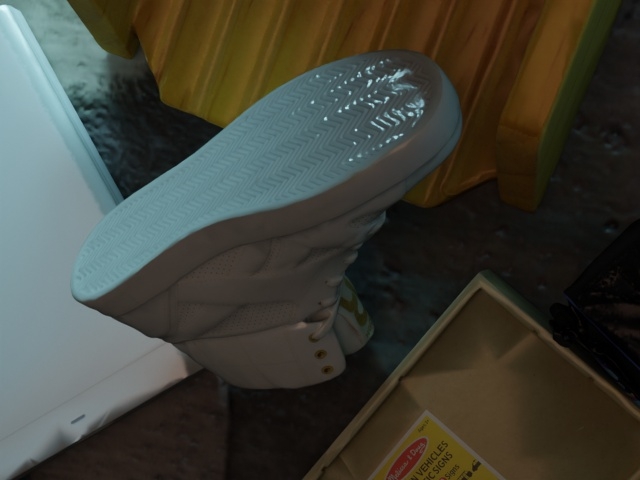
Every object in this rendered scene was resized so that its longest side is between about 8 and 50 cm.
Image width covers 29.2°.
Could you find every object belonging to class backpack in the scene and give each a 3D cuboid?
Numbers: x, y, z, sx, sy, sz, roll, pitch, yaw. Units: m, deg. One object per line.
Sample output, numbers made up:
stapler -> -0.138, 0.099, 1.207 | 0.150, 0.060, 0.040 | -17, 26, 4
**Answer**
backpack -> 0.234, 0.066, 0.709 | 0.117, 0.158, 0.173 | -47, 73, 9

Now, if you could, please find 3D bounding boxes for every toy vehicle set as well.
toy vehicle set -> 0.089, 0.172, 0.829 | 0.166, 0.035, 0.267 | 42, 104, 12

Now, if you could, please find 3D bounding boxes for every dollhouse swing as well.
dollhouse swing -> -0.008, -0.199, 0.703 | 0.347, 0.305, 0.315 | 23, 100, 15

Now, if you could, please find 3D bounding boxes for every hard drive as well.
hard drive -> -0.240, 0.008, 0.914 | 0.203, 0.040, 0.307 | -31, 84, 7

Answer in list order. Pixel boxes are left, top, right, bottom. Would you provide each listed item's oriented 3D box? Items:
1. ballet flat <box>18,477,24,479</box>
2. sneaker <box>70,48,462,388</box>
ballet flat -> -0.277, 0.209, 0.951 | 0.114, 0.041, 0.041 | -21, 86, 18
sneaker -> 0.000, 0.000, 0.783 | 0.293, 0.169, 0.108 | -27, 42, 33
